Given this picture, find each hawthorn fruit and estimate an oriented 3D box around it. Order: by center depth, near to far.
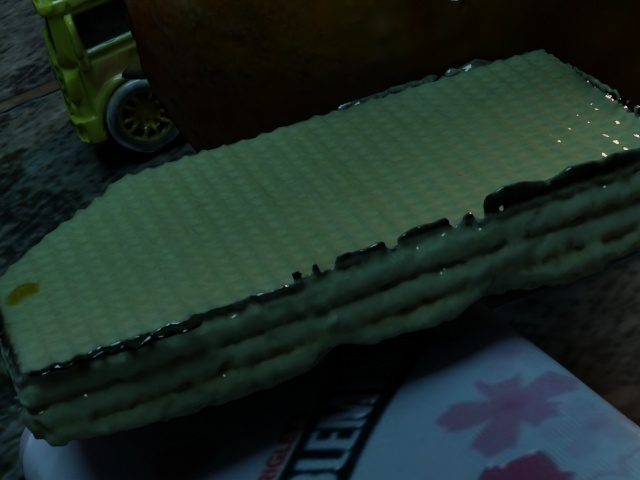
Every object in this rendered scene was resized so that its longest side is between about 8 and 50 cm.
[{"bbox_3d":[0.022,-0.119,0.951,0.298,0.277,0.277,-19,27,27],"label":"hawthorn fruit"}]

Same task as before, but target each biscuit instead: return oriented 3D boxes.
[{"bbox_3d":[0.000,0.000,0.737,0.252,0.052,0.150,-19,22,-12],"label":"biscuit"}]

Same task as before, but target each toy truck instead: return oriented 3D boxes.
[{"bbox_3d":[-0.047,-0.175,1.194,0.272,0.157,0.124,-23,28,-2],"label":"toy truck"}]

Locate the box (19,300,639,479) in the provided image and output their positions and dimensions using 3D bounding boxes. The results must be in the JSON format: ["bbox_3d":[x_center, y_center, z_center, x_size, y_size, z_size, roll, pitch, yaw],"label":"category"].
[{"bbox_3d":[0.039,0.129,0.648,0.190,0.112,0.369,-30,28,-12],"label":"box"}]
